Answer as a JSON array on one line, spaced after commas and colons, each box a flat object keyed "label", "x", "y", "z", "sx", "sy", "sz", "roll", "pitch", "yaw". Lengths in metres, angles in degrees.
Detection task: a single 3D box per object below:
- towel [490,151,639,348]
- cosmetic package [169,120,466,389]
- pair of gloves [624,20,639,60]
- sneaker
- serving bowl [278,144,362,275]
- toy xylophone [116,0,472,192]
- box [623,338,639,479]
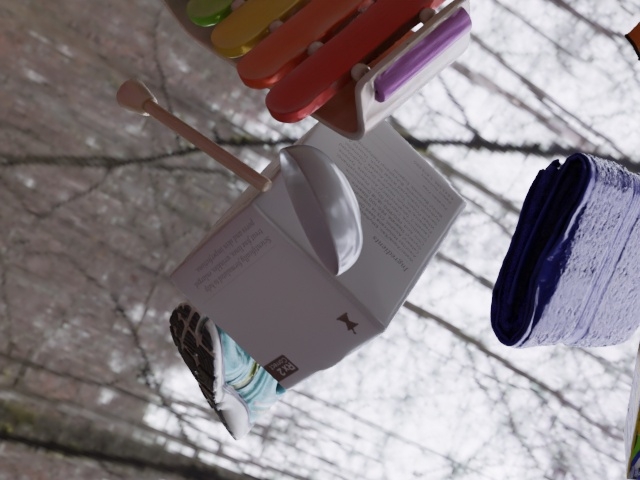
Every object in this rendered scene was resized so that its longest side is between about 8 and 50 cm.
[{"label": "towel", "x": 0.318, "y": 0.017, "z": 1.296, "sx": 0.076, "sy": 0.308, "sz": 0.228, "roll": 30, "pitch": -76, "yaw": 37}, {"label": "cosmetic package", "x": 0.000, "y": 0.000, "z": 0.958, "sx": 0.151, "sy": 0.151, "sz": 0.184, "roll": -39, "pitch": -170, "yaw": 47}, {"label": "pair of gloves", "x": 0.154, "y": -0.125, "z": 0.478, "sx": 0.074, "sy": 0.010, "sz": 0.083, "roll": -34, "pitch": -101, "yaw": 33}, {"label": "sneaker", "x": -0.106, "y": 0.140, "z": 1.336, "sx": 0.110, "sy": 0.275, "sz": 0.107, "roll": -34, "pitch": -120, "yaw": -11}, {"label": "serving bowl", "x": 0.004, "y": -0.022, "z": 0.655, "sx": 0.027, "sy": 0.083, "sz": 0.083, "roll": -24, "pitch": -155, "yaw": -9}, {"label": "toy xylophone", "x": -0.034, "y": -0.168, "z": 0.892, "sx": 0.322, "sy": 0.081, "sz": 0.236, "roll": 27, "pitch": -115, "yaw": 35}, {"label": "box", "x": 0.283, "y": 0.120, "z": 0.888, "sx": 0.059, "sy": 0.054, "sz": 0.169, "roll": -74, "pitch": 165, "yaw": -51}]
